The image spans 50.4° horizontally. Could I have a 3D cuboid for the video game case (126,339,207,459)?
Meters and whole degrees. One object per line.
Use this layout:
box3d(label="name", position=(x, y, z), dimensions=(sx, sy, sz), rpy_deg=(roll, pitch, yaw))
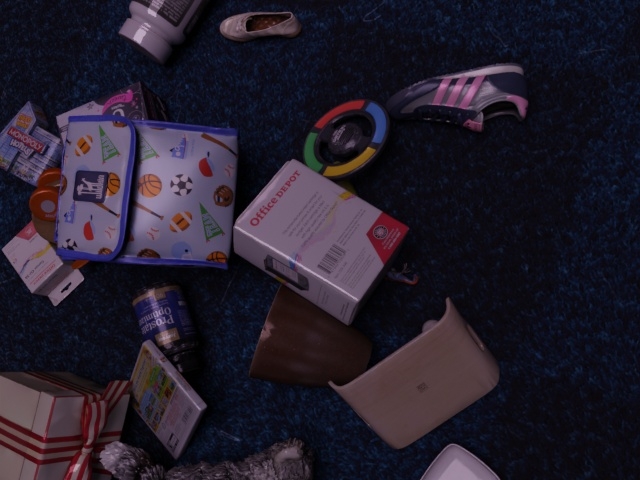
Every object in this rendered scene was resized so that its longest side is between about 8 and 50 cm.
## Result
box3d(label="video game case", position=(-0.358, 0.366, 1.550), dimensions=(0.206, 0.026, 0.227), rpy_deg=(44, 132, 18))

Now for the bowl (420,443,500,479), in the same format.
box3d(label="bowl", position=(0.289, 0.508, 1.406), dimensions=(0.142, 0.053, 0.142), rpy_deg=(37, 90, 19))

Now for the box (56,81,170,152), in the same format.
box3d(label="box", position=(-0.518, -0.270, 1.725), dimensions=(0.247, 0.142, 0.163), rpy_deg=(-19, 75, 10))

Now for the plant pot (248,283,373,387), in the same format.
box3d(label="plant pot", position=(-0.011, 0.232, 1.476), dimensions=(0.230, 0.215, 0.215), rpy_deg=(20, 85, 2))

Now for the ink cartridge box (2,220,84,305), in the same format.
box3d(label="ink cartridge box", position=(-0.714, 0.060, 1.751), dimensions=(0.115, 0.067, 0.198), rpy_deg=(-44, 72, 3))

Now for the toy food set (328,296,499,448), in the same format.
box3d(label="toy food set", position=(0.199, 0.281, 1.417), dimensions=(0.306, 0.092, 0.220), rpy_deg=(-36, 116, 7))

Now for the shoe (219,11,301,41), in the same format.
box3d(label="shoe", position=(-0.159, -0.553, 1.729), dimensions=(0.219, 0.058, 0.077), rpy_deg=(2, 80, 15))

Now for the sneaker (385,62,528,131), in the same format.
box3d(label="sneaker", position=(0.308, -0.300, 1.529), dimensions=(0.319, 0.112, 0.131), rpy_deg=(-12, 74, 13))

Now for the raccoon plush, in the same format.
box3d(label="raccoon plush", position=(-0.224, 0.475, 1.439), dimensions=(0.446, 0.216, 0.299), rpy_deg=(35, 79, 5))

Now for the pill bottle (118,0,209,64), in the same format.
box3d(label="pill bottle", position=(-0.388, -0.610, 1.747), dimensions=(0.161, 0.161, 0.283), rpy_deg=(32, 88, 18))

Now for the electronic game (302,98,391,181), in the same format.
box3d(label="electronic game", position=(0.058, -0.234, 1.576), dimensions=(0.229, 0.048, 0.229), rpy_deg=(-18, 52, 25))

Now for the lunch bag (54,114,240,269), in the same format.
box3d(label="lunch bag", position=(-0.385, -0.103, 1.526), dimensions=(0.385, 0.239, 0.328), rpy_deg=(6, 88, -9))

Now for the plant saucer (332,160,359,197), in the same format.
box3d(label="plant saucer", position=(-0.002, -0.074, 1.601), dimensions=(0.188, 0.045, 0.188), rpy_deg=(-28, 74, 8))

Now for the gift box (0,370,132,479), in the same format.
box3d(label="gift box", position=(-0.586, 0.426, 1.552), dimensions=(0.258, 0.276, 0.255), rpy_deg=(11, 91, 32))

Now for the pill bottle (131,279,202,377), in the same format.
box3d(label="pill bottle", position=(-0.356, 0.214, 1.597), dimensions=(0.122, 0.123, 0.219), rpy_deg=(-25, 76, 9))

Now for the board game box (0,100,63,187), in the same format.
box3d(label="board game box", position=(-0.785, -0.266, 1.839), dimensions=(0.194, 0.060, 0.194), rpy_deg=(28, 88, 18))

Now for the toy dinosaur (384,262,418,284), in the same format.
box3d(label="toy dinosaur", position=(0.177, 0.080, 1.538), dimensions=(0.082, 0.047, 0.090), rpy_deg=(41, 126, 9))

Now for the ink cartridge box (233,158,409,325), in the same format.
box3d(label="ink cartridge box", position=(0.000, 0.000, 1.454), dimensions=(0.306, 0.131, 0.226), rpy_deg=(32, 61, 13))

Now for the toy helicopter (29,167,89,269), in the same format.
box3d(label="toy helicopter", position=(-0.518, -0.061, 1.670), dimensions=(0.355, 0.140, 0.235), rpy_deg=(-8, 120, -9))
